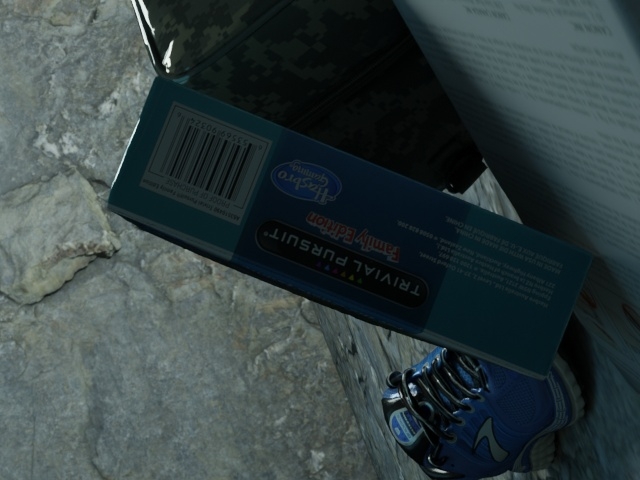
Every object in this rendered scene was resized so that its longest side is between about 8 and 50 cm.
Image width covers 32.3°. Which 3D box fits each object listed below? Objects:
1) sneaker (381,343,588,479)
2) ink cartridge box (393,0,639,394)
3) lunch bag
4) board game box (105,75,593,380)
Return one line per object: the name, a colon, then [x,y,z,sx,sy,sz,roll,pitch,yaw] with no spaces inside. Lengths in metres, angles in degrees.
sneaker: [0.134,0.141,0.963,0.330,0.147,0.130,83,166,-57]
ink cartridge box: [0.178,-0.028,0.571,0.385,0.091,0.308,55,178,-20]
lunch bag: [0.001,-0.190,0.847,0.256,0.212,0.305,31,-154,-46]
board game box: [0.000,0.000,0.746,0.336,0.253,0.079,164,128,-84]
